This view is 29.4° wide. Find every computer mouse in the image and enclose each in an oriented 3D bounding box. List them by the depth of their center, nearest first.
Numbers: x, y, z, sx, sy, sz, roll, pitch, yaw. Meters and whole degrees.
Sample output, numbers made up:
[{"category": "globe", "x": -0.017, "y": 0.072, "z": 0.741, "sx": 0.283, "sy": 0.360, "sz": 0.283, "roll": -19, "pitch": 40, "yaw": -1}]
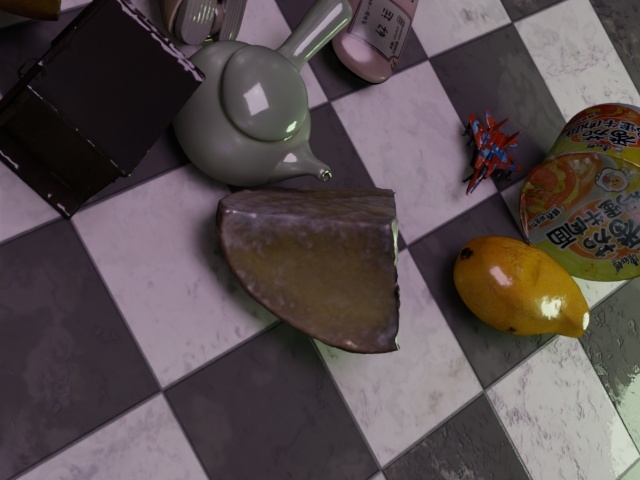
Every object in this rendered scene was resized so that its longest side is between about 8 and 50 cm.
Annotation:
[{"category": "computer mouse", "x": -0.159, "y": -0.386, "z": 1.688, "sx": 0.145, "sy": 0.082, "sz": 0.236, "roll": -3, "pitch": 95, "yaw": -53}]

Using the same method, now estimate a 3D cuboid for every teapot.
[{"category": "teapot", "x": -0.084, "y": -0.226, "z": 1.685, "sx": 0.220, "sy": 0.149, "sz": 0.318, "roll": 23, "pitch": 60, "yaw": -31}]

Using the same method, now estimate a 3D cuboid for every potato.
[{"category": "potato", "x": -0.014, "y": 0.032, "z": 1.677, "sx": 0.264, "sy": 0.211, "sz": 0.189, "roll": 5, "pitch": 107, "yaw": -4}]

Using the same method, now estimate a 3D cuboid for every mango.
[{"category": "mango", "x": 0.309, "y": 0.078, "z": 1.898, "sx": 0.262, "sy": 0.109, "sz": 0.157, "roll": 28, "pitch": 47, "yaw": -32}]

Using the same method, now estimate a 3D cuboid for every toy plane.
[{"category": "toy plane", "x": 0.265, "y": -0.130, "z": 1.978, "sx": 0.130, "sy": 0.061, "sz": 0.189, "roll": 46, "pitch": 55, "yaw": -15}]

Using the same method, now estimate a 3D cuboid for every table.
[{"category": "table", "x": -0.286, "y": -0.169, "z": 1.492, "sx": 0.172, "sy": 0.169, "sz": 0.193, "roll": 43, "pitch": 53, "yaw": -16}]

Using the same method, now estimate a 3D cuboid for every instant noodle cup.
[{"category": "instant noodle cup", "x": 0.475, "y": -0.090, "z": 2.009, "sx": 0.264, "sy": 0.264, "sz": 0.200, "roll": 46, "pitch": 42, "yaw": -14}]

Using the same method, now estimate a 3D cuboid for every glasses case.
[{"category": "glasses case", "x": 0.093, "y": -0.380, "z": 1.933, "sx": 0.122, "sy": 0.075, "sz": 0.314, "roll": 31, "pitch": 56, "yaw": -21}]

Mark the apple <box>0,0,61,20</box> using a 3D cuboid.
[{"category": "apple", "x": -0.381, "y": -0.376, "z": 1.453, "sx": 0.179, "sy": 0.346, "sz": 0.254, "roll": -37, "pitch": 107, "yaw": -1}]
